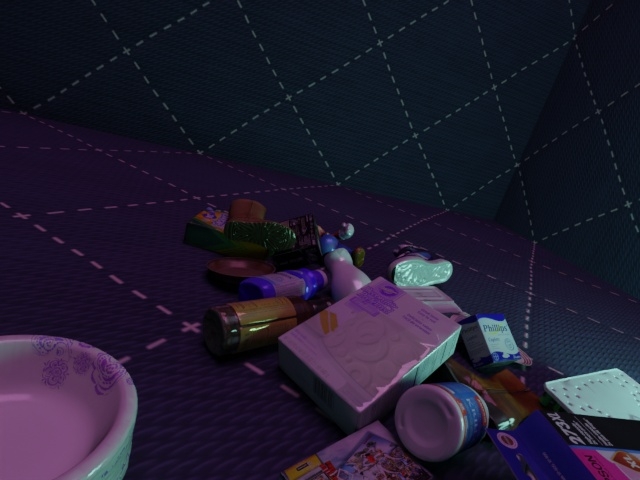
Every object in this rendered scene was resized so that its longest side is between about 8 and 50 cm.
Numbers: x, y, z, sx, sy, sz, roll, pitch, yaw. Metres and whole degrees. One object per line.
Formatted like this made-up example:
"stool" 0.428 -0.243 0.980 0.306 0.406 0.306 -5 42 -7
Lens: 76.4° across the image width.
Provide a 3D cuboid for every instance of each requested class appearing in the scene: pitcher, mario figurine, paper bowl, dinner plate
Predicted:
"pitcher" 0.095 0.149 1.231 0.125 0.178 0.207 -27 42 2
"mario figurine" 0.000 0.000 1.491 0.320 0.170 0.198 32 25 34
"paper bowl" -0.376 0.249 0.478 0.284 0.148 0.284 14 19 -5
"dinner plate" 0.570 0.337 1.237 0.141 0.017 0.141 20 17 -6

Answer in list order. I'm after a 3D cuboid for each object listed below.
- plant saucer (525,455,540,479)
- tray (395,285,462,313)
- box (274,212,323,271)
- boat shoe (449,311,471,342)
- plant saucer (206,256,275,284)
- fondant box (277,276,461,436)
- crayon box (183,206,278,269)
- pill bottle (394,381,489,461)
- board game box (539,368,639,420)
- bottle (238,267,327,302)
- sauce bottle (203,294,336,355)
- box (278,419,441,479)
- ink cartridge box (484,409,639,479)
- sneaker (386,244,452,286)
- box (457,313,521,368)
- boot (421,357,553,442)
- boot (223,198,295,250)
"plant saucer" 0.510 0.488 0.621 0.400 0.100 0.400 12 19 -4
"tray" 0.297 0.174 1.244 0.270 0.030 0.145 4 23 -30
"box" -0.077 0.004 1.381 0.147 0.077 0.180 -15 38 4
"boat shoe" 0.432 0.269 1.228 0.081 0.079 0.227 24 16 32
"plant saucer" -0.232 0.091 1.189 0.199 0.036 0.198 6 12 -1
"fondant box" 0.107 0.229 0.884 0.330 0.096 0.238 -24 40 -36
"crayon box" -0.279 -0.014 1.418 0.323 0.083 0.203 17 19 -2
"pill bottle" 0.241 0.332 0.767 0.124 0.124 0.221 32 7 39
"board game box" 0.754 0.468 0.915 0.390 0.050 0.390 5 29 -32
"bottle" -0.090 0.132 1.133 0.118 0.092 0.283 7 9 39
"sauce bottle" -0.100 0.188 0.958 0.344 0.111 0.111 1 24 -43
"box" 0.069 0.387 0.631 0.233 0.044 0.159 -2 26 -44
"ink cartridge box" 0.491 0.378 0.684 0.371 0.069 0.176 8 19 -10
"sneaker" 0.331 0.094 1.602 0.323 0.130 0.236 -1 16 -32
"box" 0.475 0.281 1.147 0.126 0.072 0.137 5 57 -31
"boot" 0.394 0.335 0.985 0.280 0.096 0.264 2 23 -40
"boot" -0.201 -0.067 1.371 0.236 0.089 0.269 14 18 -9
